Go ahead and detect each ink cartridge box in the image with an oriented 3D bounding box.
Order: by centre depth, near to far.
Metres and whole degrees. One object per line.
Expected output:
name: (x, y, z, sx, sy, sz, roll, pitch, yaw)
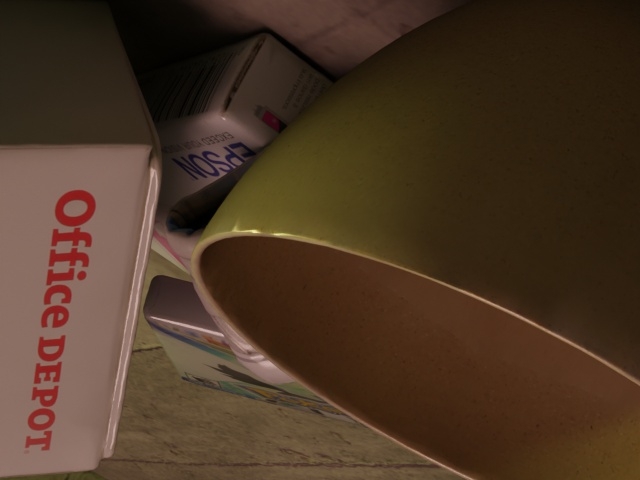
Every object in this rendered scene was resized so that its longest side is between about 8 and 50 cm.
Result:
ink cartridge box: (-0.310, 0.007, 1.090, 0.384, 0.160, 0.279, -1, 132, -19)
ink cartridge box: (0.000, 0.000, 1.230, 0.330, 0.071, 0.324, 36, 160, -22)

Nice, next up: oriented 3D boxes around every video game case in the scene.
video game case: (0.043, 0.109, 1.372, 0.329, 0.036, 0.300, 15, 168, 4)

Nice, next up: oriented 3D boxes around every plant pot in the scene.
plant pot: (0.109, -0.007, 0.833, 0.284, 0.191, 0.284, 25, 163, 8)

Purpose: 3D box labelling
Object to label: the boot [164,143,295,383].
boot: (0.039, -0.008, 1.002, 0.258, 0.095, 0.123, -20, 124, 22)
